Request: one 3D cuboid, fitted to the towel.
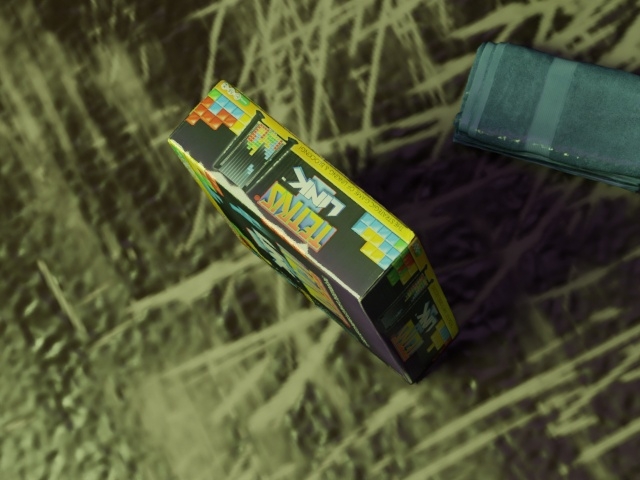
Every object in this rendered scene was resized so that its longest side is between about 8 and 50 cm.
[{"bbox_3d":[0.141,-0.074,1.100,0.119,0.029,0.067,16,77,18],"label":"towel"}]

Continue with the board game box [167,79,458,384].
[{"bbox_3d":[0.000,0.000,1.034,0.141,0.170,0.048,41,83,22],"label":"board game box"}]
